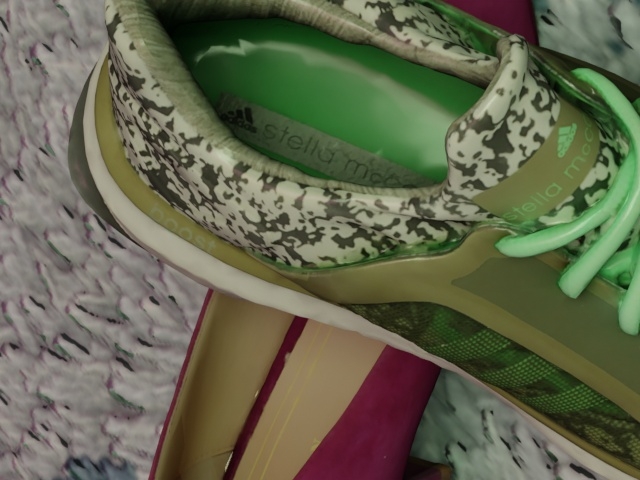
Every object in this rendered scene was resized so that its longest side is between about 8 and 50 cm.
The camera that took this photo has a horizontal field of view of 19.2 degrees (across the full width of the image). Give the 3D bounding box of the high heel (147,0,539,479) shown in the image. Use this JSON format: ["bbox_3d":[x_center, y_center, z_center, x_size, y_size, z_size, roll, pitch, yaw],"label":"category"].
[{"bbox_3d":[0.000,0.000,0.805,0.127,0.181,0.377,5,96,33],"label":"high heel"}]

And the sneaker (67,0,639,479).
[{"bbox_3d":[0.087,-0.006,0.682,0.410,0.182,0.158,17,81,8],"label":"sneaker"}]
